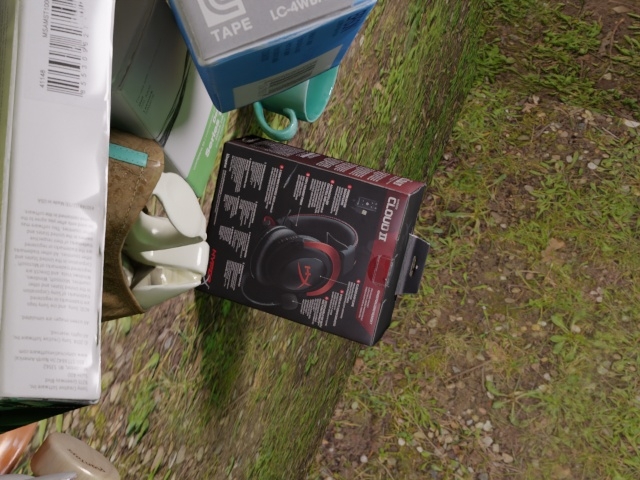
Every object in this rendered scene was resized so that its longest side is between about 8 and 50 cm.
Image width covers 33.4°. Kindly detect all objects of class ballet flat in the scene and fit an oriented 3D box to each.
[{"bbox_3d":[-0.157,-0.005,0.895,0.342,0.124,0.116,98,-6,-68],"label":"ballet flat"}]

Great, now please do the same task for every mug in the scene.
[{"bbox_3d":[-0.045,-0.224,1.415,0.158,0.097,0.130,-57,159,-48],"label":"mug"}]

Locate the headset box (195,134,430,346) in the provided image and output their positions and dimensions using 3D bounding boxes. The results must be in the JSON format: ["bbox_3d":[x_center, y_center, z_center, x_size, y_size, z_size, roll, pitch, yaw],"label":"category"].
[{"bbox_3d":[0.000,0.000,1.451,0.110,0.293,0.218,-33,137,-69],"label":"headset box"}]

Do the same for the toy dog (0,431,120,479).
[{"bbox_3d":[-0.257,0.262,0.872,0.333,0.161,0.220,-11,128,-65],"label":"toy dog"}]

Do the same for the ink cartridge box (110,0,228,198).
[{"bbox_3d":[-0.181,-0.126,0.855,0.219,0.160,0.093,67,39,-70],"label":"ink cartridge box"}]

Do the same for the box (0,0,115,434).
[{"bbox_3d":[-0.201,-0.001,0.648,0.322,0.058,0.232,-28,-121,59],"label":"box"}]

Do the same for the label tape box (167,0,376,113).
[{"bbox_3d":[-0.086,-0.271,0.682,0.249,0.115,0.348,-159,-131,-87],"label":"label tape box"}]

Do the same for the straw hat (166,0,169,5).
[{"bbox_3d":[-0.151,-0.266,1.006,0.061,0.144,0.144,55,41,-23],"label":"straw hat"}]

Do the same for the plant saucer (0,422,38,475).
[{"bbox_3d":[-0.306,0.145,0.953,0.200,0.037,0.200,18,90,-77],"label":"plant saucer"}]
